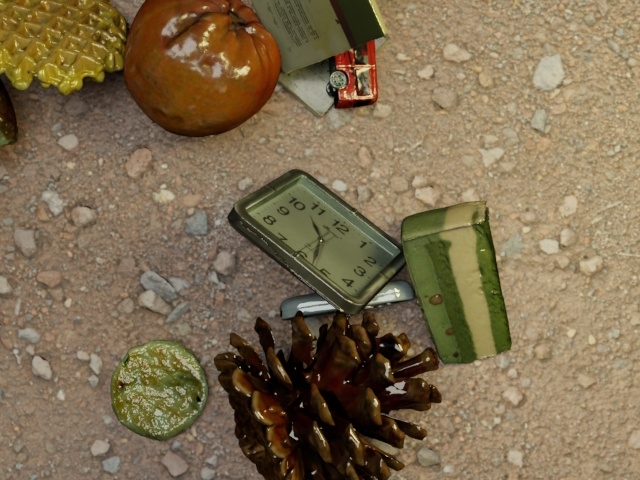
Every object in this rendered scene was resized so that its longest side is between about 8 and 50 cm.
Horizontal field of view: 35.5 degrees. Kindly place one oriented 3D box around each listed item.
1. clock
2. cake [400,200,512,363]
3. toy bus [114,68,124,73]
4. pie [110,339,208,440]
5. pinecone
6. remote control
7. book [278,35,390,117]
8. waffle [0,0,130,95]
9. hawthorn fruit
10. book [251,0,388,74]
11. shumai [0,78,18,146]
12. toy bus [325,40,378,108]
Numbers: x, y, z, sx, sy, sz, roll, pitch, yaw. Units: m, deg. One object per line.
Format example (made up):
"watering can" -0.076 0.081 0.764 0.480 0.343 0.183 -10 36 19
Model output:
"clock" 0.000 0.001 1.722 0.273 0.279 0.049 39 119 9
"cake" 0.249 0.062 1.792 0.158 0.172 0.284 -13 117 11
"toy bus" -0.429 -0.349 1.894 0.153 0.051 0.061 4 98 6
"pie" -0.296 0.273 1.831 0.187 0.041 0.187 0 86 6
"pinecone" 0.024 0.258 1.665 0.384 0.384 0.384 0 85 6
"remote control" 0.046 0.107 1.788 0.244 0.087 0.047 -9 85 4
"book" 0.014 -0.345 1.865 0.138 0.016 0.199 42 90 7
"waffle" -0.478 -0.372 1.797 0.329 0.329 0.062 20 131 7
"hawthorn fruit" -0.226 -0.297 1.773 0.298 0.277 0.277 -42 81 34
"book" -0.017 -0.407 1.717 0.026 0.289 0.201 -36 108 -34
"shumai" -0.731 -0.222 1.807 0.323 0.324 0.397 -38 93 -15
"toy bus" 0.053 -0.341 1.814 0.089 0.081 0.195 -4 86 -5
